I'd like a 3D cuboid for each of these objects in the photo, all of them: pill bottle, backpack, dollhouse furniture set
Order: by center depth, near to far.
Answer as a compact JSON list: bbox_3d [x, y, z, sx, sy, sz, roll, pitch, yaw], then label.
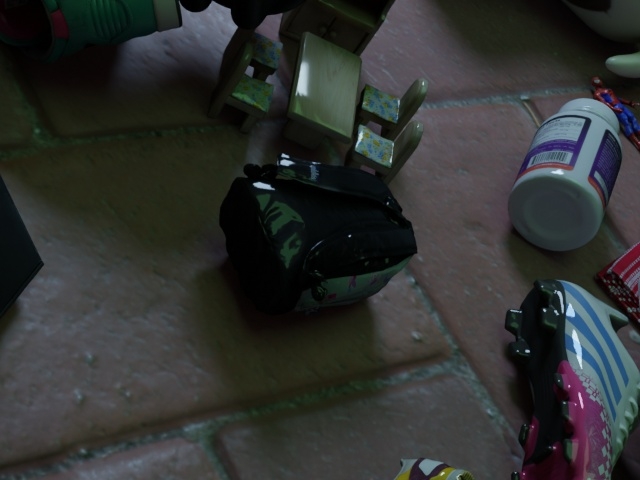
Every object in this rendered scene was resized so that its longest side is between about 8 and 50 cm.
[{"bbox_3d":[0.000,0.000,1.435,0.182,0.115,0.152,-6,68,-39],"label":"backpack"},{"bbox_3d":[0.022,-0.214,1.607,0.212,0.161,0.242,24,43,-15],"label":"dollhouse furniture set"},{"bbox_3d":[0.290,-0.083,1.713,0.108,0.108,0.193,34,42,-3],"label":"pill bottle"}]

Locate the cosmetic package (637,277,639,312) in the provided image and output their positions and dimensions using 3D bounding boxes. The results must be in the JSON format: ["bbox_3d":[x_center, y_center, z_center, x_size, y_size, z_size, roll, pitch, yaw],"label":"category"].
[{"bbox_3d":[0.430,0.196,1.456,0.365,0.197,0.155,-82,153,-42],"label":"cosmetic package"}]

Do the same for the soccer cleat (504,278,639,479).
[{"bbox_3d":[0.270,0.174,1.460,0.143,0.116,0.331,21,44,-18],"label":"soccer cleat"}]

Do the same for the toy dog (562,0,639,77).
[{"bbox_3d":[0.321,-0.435,1.973,0.408,0.284,0.395,18,81,-22],"label":"toy dog"}]

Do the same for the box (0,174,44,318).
[{"bbox_3d":[-0.309,-0.015,1.187,0.184,0.045,0.190,-61,133,-59],"label":"box"}]

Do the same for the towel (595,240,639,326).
[{"bbox_3d":[0.464,0.102,1.724,0.275,0.031,0.199,48,42,12],"label":"towel"}]

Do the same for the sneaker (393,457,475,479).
[{"bbox_3d":[0.062,0.270,1.277,0.185,0.084,0.069,-51,133,-30],"label":"sneaker"}]

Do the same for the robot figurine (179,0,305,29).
[{"bbox_3d":[-0.055,-0.342,1.516,0.209,0.174,0.278,43,50,-24],"label":"robot figurine"}]

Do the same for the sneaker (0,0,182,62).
[{"bbox_3d":[-0.255,-0.266,1.503,0.178,0.123,0.295,-15,28,-11],"label":"sneaker"}]

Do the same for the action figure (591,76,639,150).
[{"bbox_3d":[0.392,-0.169,1.923,0.038,0.030,0.115,-25,68,-40],"label":"action figure"}]
